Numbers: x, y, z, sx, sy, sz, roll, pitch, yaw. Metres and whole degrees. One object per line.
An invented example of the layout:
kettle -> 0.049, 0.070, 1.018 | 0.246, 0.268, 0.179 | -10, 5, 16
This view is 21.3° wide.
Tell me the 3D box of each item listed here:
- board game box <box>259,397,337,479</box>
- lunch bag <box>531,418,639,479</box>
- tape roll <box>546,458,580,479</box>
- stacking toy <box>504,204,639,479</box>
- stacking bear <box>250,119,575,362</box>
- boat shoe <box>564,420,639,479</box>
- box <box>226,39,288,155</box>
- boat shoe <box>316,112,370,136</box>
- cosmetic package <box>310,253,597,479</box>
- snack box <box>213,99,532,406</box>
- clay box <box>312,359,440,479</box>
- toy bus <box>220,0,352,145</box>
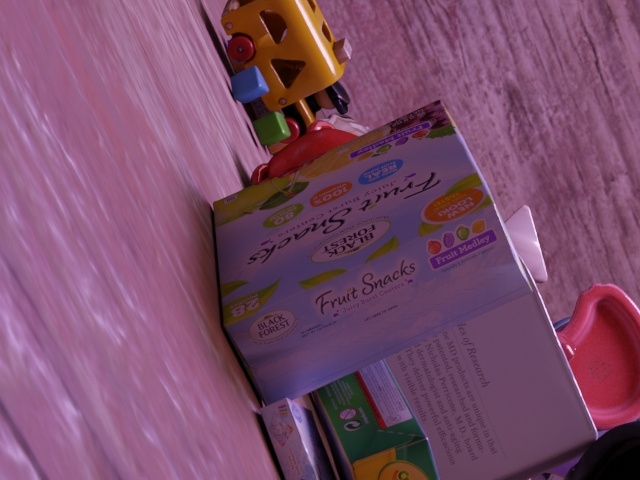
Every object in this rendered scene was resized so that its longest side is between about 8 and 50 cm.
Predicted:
board game box -> -0.005, 0.140, 0.993 | 0.090, 0.020, 0.090 | 50, 19, -76
lunch bag -> 0.352, 0.341, 1.844 | 0.239, 0.328, 0.385 | 54, -2, -35
tape roll -> 0.175, 0.235, 1.592 | 0.080, 0.189, 0.189 | -108, 174, -53
stacking toy -> 0.192, 0.138, 1.863 | 0.279, 0.309, 0.130 | 56, -5, 3
stacking bear -> 0.055, 0.033, 1.468 | 0.289, 0.175, 0.164 | 56, -30, -7
boat shoe -> 0.228, 0.355, 1.146 | 0.156, 0.187, 0.500 | 40, 48, -60
box -> -0.064, -0.158, 1.857 | 0.081, 0.028, 0.136 | 3, 66, -84
boat shoe -> 0.025, -0.107, 2.109 | 0.103, 0.113, 0.302 | 53, -6, -4
cosmetic package -> 0.101, 0.122, 1.300 | 0.151, 0.184, 0.151 | 51, 16, -77
snack box -> 0.025, 0.002, 1.071 | 0.207, 0.174, 0.070 | -106, 170, -67
clay box -> 0.053, 0.185, 1.055 | 0.127, 0.053, 0.222 | -119, -171, -61
toy bus -> -0.020, -0.183, 1.764 | 0.202, 0.104, 0.191 | 36, 33, -63
